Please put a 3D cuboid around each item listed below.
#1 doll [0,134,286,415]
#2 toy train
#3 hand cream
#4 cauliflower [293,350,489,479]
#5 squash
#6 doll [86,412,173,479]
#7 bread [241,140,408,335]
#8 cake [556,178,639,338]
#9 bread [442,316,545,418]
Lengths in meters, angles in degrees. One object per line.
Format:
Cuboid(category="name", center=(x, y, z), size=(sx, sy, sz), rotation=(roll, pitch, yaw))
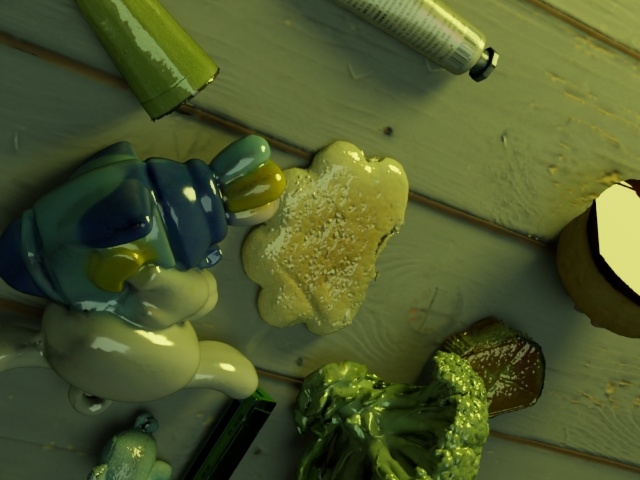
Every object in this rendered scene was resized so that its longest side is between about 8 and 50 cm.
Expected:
Cuboid(category="doll", center=(-0.213, 0.033, 1.156), size=(0.376, 0.187, 0.366), rotation=(-6, 124, -45))
Cuboid(category="toy train", center=(-0.134, 0.280, 1.350), size=(0.044, 0.042, 0.209), rotation=(24, 101, -50))
Cuboid(category="hand cream", center=(0.093, -0.272, 1.222), size=(0.276, 0.059, 0.095), rotation=(30, 98, -25))
Cuboid(category="cauliflower", center=(0.072, 0.264, 1.359), size=(0.250, 0.272, 0.275), rotation=(45, 57, 9))
Cuboid(category="squash", center=(-0.202, -0.233, 1.088), size=(0.094, 0.094, 0.224), rotation=(-39, 114, -4))
Cuboid(category="doll", center=(-0.239, 0.303, 1.309), size=(0.120, 0.075, 0.180), rotation=(-51, 153, -41))
Cuboid(category="bread", center=(0.000, 0.000, 1.297), size=(0.181, 0.039, 0.251), rotation=(18, 103, -28))
Cuboid(category="cake", center=(0.399, 0.036, 1.421), size=(0.207, 0.178, 0.185), rotation=(41, 57, -5))
Cuboid(category="bread", center=(0.239, 0.174, 1.450), size=(0.140, 0.069, 0.128), rotation=(-17, 115, -12))
